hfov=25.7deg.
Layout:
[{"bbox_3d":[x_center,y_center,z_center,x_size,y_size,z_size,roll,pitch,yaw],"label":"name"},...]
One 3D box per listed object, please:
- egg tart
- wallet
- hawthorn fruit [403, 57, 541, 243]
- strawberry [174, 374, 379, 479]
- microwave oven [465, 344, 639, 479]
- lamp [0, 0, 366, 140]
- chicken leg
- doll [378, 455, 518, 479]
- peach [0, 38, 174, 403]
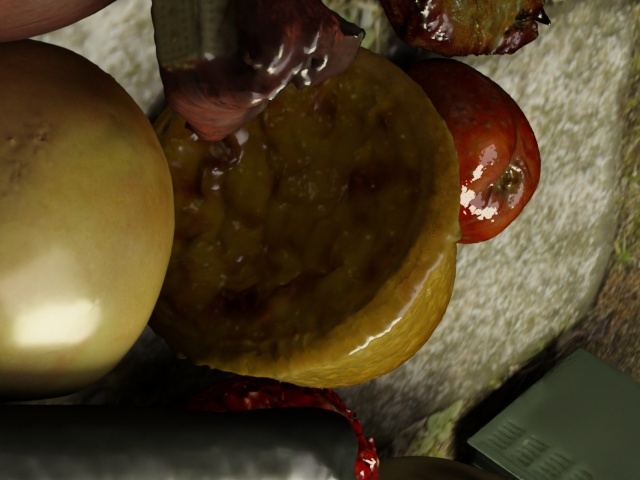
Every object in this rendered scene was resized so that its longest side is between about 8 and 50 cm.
[{"bbox_3d":[0.000,0.000,0.824,0.202,0.203,0.147,-55,152,-6],"label":"egg tart"},{"bbox_3d":[-0.200,0.104,0.614,0.406,0.228,0.062,7,77,-43],"label":"wallet"},{"bbox_3d":[0.089,-0.059,0.945,0.128,0.128,0.128,-28,133,-35],"label":"hawthorn fruit"},{"bbox_3d":[-0.039,0.171,0.868,0.187,0.184,0.201,-40,179,-10],"label":"strawberry"},{"bbox_3d":[0.253,0.291,1.270,0.181,0.237,0.295,-35,139,-29],"label":"microwave oven"},{"bbox_3d":[-0.110,-0.145,0.567,0.151,0.223,0.215,16,69,-71],"label":"lamp"},{"bbox_3d":[0.080,-0.175,0.911,0.253,0.051,0.106,12,98,-51],"label":"chicken leg"},{"bbox_3d":[0.031,0.323,1.057,0.215,0.226,0.370,25,91,-49],"label":"doll"},{"bbox_3d":[-0.153,-0.009,0.648,0.184,0.184,0.184,-28,133,-35],"label":"peach"}]
